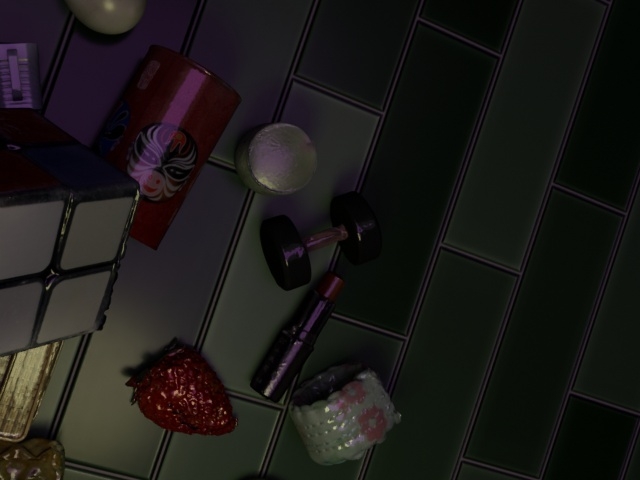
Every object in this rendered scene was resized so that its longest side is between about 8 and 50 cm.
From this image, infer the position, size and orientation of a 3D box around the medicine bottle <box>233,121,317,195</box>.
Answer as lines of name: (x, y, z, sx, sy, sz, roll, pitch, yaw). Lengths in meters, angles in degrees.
medicine bottle: (-0.093, -0.163, 1.770, 0.147, 0.143, 0.148, -1, 93, -18)

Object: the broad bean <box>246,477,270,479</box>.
broad bean: (-0.112, 0.625, 1.848, 0.189, 0.121, 0.263, -28, 87, -9)

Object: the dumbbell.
dumbbell: (0.000, 0.000, 1.808, 0.218, 0.152, 0.153, -19, 99, -16)

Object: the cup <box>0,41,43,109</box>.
cup: (-0.559, -0.301, 1.620, 0.095, 0.128, 0.130, -8, 99, -19)

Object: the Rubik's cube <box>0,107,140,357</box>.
Rubik's cube: (-0.538, -0.017, 1.452, 0.313, 0.318, 0.316, -14, 130, -55)

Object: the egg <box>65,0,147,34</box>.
egg: (-0.411, -0.485, 1.641, 0.151, 0.151, 0.209, -32, 97, -13)

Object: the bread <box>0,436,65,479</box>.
bread: (-0.615, 0.440, 1.655, 0.267, 0.130, 0.152, 6, 101, -18)

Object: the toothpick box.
toothpick box: (-0.316, -0.173, 1.668, 0.204, 0.204, 0.333, 31, 83, -17)

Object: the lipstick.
lipstick: (-0.042, 0.198, 1.845, 0.081, 0.081, 0.300, 34, 84, -17)

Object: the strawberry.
strawberry: (-0.270, 0.330, 1.771, 0.174, 0.098, 0.228, -37, 103, -11)

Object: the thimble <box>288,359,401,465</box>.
thimble: (0.050, 0.352, 1.825, 0.210, 0.185, 0.149, -24, 100, 10)

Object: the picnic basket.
picnic basket: (-0.639, 0.213, 1.594, 0.312, 0.175, 0.228, 20, 93, -19)
